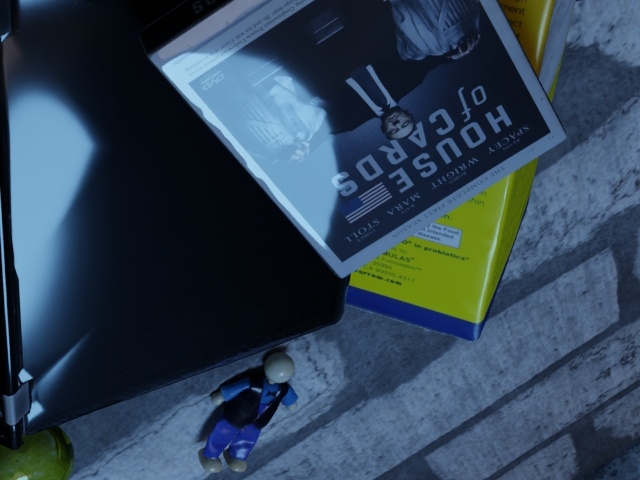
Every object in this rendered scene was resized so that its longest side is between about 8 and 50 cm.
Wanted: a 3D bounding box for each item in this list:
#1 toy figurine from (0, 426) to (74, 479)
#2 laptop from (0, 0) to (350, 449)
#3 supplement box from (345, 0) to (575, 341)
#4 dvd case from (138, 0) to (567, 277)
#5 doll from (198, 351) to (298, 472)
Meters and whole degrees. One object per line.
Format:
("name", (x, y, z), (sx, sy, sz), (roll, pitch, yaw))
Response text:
("toy figurine", (-0.392, 0.279, 1.182), (0.363, 0.191, 0.217), (-25, 156, -20))
("laptop", (-0.190, -0.082, 0.807), (0.236, 0.408, 0.382), (-55, 161, -47))
("supplement box", (0.076, -0.131, 0.935), (0.194, 0.195, 0.356), (-62, 163, -44))
("dvd case", (0.031, -0.089, 0.736), (0.179, 0.029, 0.238), (-32, 136, 8))
("doll", (-0.082, 0.209, 1.540), (0.129, 0.046, 0.189), (6, 127, -35))
